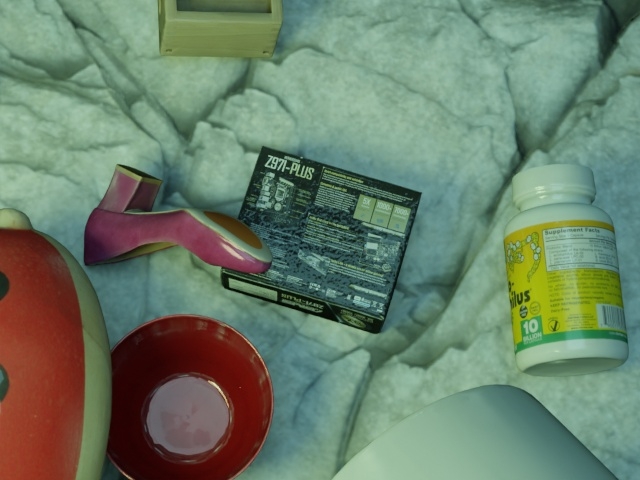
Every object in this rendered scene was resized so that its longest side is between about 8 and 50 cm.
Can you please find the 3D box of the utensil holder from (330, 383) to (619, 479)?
[{"bbox_3d":[0.196,0.362,1.324,0.328,0.327,0.385,-33,53,-10],"label":"utensil holder"}]

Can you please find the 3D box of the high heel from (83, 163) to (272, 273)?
[{"bbox_3d":[-0.152,0.014,1.549,0.244,0.082,0.117,27,99,32],"label":"high heel"}]

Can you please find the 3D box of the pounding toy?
[{"bbox_3d":[-0.077,-0.299,1.683,0.206,0.094,0.181,0,69,-12],"label":"pounding toy"}]

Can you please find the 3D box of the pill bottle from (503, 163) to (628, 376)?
[{"bbox_3d":[0.253,0.031,1.581,0.118,0.117,0.208,-3,75,-3],"label":"pill bottle"}]

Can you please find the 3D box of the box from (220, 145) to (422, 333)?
[{"bbox_3d":[0.000,0.000,1.601,0.180,0.077,0.147,16,75,2],"label":"box"}]

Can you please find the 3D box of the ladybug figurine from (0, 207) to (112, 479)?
[{"bbox_3d":[-0.360,0.180,1.455,0.305,0.162,0.449,2,76,24],"label":"ladybug figurine"}]

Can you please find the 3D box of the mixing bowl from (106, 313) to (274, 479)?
[{"bbox_3d":[-0.138,0.173,1.537,0.181,0.098,0.181,1,74,-3],"label":"mixing bowl"}]
